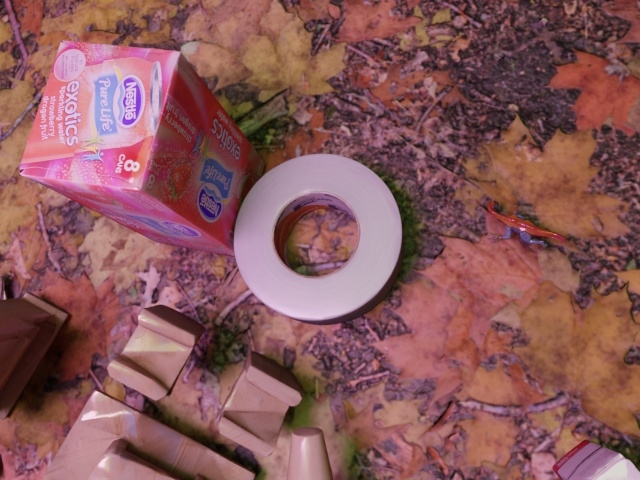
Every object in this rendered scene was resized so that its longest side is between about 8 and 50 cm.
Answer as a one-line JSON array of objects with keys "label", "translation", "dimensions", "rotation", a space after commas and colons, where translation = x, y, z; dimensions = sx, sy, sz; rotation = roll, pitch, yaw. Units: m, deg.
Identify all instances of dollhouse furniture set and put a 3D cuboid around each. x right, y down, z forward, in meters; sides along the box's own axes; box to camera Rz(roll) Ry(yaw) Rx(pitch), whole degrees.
[{"label": "dollhouse furniture set", "translation": [-0.281, 0.239, 0.701], "dimensions": [0.394, 0.256, 0.362], "rotation": [30, 83, -5]}]

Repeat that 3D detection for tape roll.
[{"label": "tape roll", "translation": [0.000, 0.000, 0.744], "dimensions": [0.219, 0.072, 0.220], "rotation": [-3, 75, 11]}]

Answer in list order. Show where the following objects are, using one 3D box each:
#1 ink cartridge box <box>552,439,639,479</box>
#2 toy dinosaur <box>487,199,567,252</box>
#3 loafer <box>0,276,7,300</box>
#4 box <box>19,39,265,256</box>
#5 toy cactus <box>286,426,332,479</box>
[{"label": "ink cartridge box", "translation": [0.306, 0.270, 0.583], "dimensions": [0.056, 0.135, 0.099], "rotation": [-39, 72, 0]}, {"label": "toy dinosaur", "translation": [0.251, -0.025, 0.707], "dimensions": [0.082, 0.090, 0.047], "rotation": [34, 66, -14]}, {"label": "loafer", "translation": [-0.481, 0.115, 0.832], "dimensions": [0.045, 0.039, 0.125], "rotation": [-13, 67, 43]}, {"label": "box", "translation": [-0.188, -0.089, 0.684], "dimensions": [0.142, 0.300, 0.154], "rotation": [10, 78, 13]}, {"label": "toy cactus", "translation": [-0.011, 0.297, 0.618], "dimensions": [0.218, 0.112, 0.181], "rotation": [-2, 89, -25]}]
